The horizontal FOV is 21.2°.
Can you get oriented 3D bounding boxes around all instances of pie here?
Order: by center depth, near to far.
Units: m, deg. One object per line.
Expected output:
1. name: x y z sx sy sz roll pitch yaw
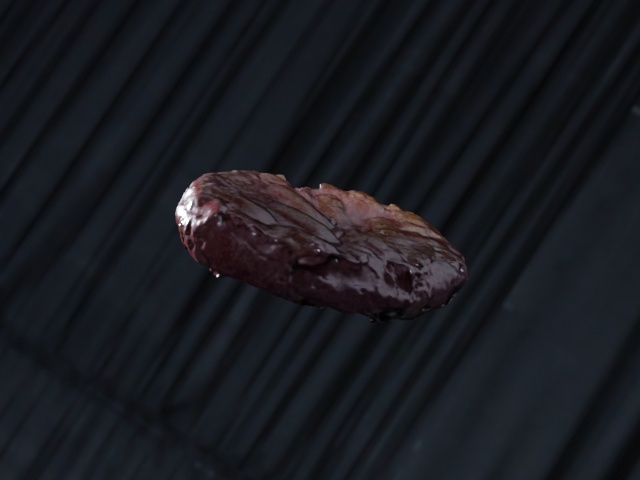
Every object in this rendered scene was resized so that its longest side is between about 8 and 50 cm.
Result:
1. pie: 0.000 0.000 0.868 0.154 0.036 0.154 15 -164 -4
